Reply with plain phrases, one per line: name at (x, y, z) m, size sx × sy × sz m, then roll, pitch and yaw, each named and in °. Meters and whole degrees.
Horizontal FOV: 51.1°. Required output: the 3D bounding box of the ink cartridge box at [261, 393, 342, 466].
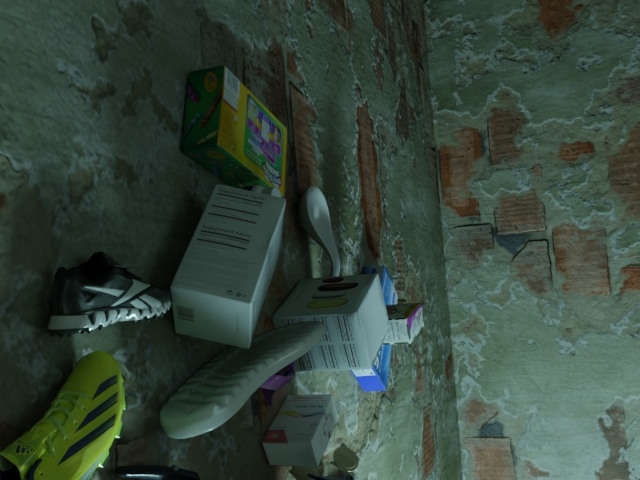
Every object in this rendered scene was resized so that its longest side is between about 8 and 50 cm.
ink cartridge box at (-0.034, 0.394, 1.446) m, size 0.198 × 0.115 × 0.067 m, roll -55°, pitch 134°, yaw -60°

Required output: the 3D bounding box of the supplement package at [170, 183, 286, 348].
supplement package at (-0.154, 0.041, 1.164) m, size 0.139 × 0.133 × 0.244 m, roll 99°, pitch 5°, yaw -47°

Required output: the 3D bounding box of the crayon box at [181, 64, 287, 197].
crayon box at (-0.161, -0.201, 1.330) m, size 0.278 × 0.081 × 0.165 m, roll 37°, pitch 51°, yaw -61°

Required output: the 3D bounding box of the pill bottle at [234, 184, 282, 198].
pill bottle at (-0.138, -0.073, 1.300) m, size 0.067 × 0.120 × 0.067 m, roll -6°, pitch 90°, yaw -68°

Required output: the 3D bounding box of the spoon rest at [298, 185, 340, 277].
spoon rest at (0.000, 0.000, 1.674) m, size 0.137 × 0.084 × 0.276 m, roll -2°, pitch 87°, yaw -68°

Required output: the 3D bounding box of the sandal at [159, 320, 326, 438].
sandal at (-0.128, 0.255, 1.200) m, size 0.416 × 0.169 × 0.102 m, roll -27°, pitch 107°, yaw -53°

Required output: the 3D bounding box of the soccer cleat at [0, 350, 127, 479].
soccer cleat at (-0.322, 0.250, 0.808) m, size 0.121 × 0.093 × 0.289 m, roll 54°, pitch 36°, yaw -40°

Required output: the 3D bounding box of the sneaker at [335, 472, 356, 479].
sneaker at (0.037, 0.618, 1.522) m, size 0.086 × 0.132 × 0.229 m, roll 41°, pitch 30°, yaw -13°

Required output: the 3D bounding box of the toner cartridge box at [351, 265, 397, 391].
toner cartridge box at (0.163, 0.261, 2.019) m, size 0.165 × 0.075 × 0.348 m, roll 63°, pitch 30°, yaw -44°

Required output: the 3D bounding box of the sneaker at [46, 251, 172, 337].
sneaker at (-0.289, 0.067, 0.950) m, size 0.234 × 0.078 × 0.106 m, roll -5°, pitch 92°, yaw -66°

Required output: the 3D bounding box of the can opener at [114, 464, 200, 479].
can opener at (-0.244, 0.367, 1.016) m, size 0.186 × 0.073 × 0.059 m, roll 39°, pitch 56°, yaw -48°

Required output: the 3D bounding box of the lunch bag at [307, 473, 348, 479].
lunch bag at (0.068, 0.593, 1.260) m, size 0.385 × 0.327 × 0.239 m, roll -15°, pitch 101°, yaw -49°

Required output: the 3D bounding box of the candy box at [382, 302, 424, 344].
candy box at (0.141, 0.222, 1.764) m, size 0.159 × 0.233 × 0.071 m, roll -25°, pitch 108°, yaw -67°

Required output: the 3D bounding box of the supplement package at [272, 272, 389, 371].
supplement package at (0.030, 0.187, 1.540) m, size 0.194 × 0.203 × 0.149 m, roll -53°, pitch 133°, yaw -60°

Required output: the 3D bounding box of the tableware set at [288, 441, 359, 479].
tableware set at (0.010, 0.515, 1.529) m, size 0.020 × 0.141 × 0.169 m, roll -60°, pitch 177°, yaw 37°
